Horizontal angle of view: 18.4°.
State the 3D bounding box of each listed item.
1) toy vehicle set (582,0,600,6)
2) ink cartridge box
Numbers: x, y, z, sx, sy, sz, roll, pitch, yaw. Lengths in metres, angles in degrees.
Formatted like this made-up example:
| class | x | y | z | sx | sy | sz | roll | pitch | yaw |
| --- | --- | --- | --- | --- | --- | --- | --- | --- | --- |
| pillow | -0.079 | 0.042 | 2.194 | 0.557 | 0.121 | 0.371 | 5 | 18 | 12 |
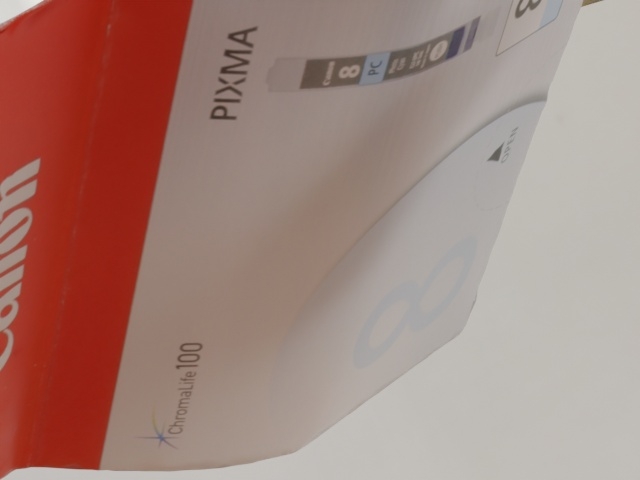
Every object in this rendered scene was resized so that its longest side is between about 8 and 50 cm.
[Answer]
| class | x | y | z | sx | sy | sz | roll | pitch | yaw |
| --- | --- | --- | --- | --- | --- | --- | --- | --- | --- |
| toy vehicle set | 0.118 | -0.250 | 0.999 | 0.166 | 0.267 | 0.035 | -15 | 23 | 14 |
| ink cartridge box | -0.040 | -0.002 | 0.865 | 0.385 | 0.091 | 0.308 | -35 | -27 | -40 |
